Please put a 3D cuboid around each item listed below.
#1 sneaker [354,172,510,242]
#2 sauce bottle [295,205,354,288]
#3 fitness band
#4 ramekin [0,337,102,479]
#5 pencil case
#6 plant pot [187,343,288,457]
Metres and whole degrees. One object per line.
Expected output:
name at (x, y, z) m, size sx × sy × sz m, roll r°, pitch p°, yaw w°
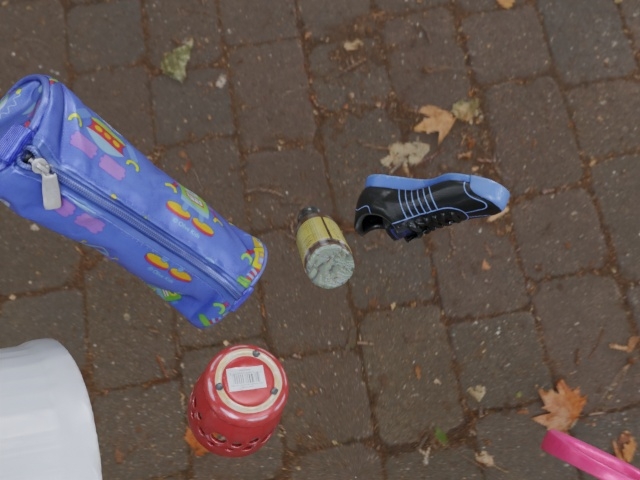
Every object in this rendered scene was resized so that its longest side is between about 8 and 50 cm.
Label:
sneaker at (0.151, -0.040, 0.948) m, size 0.232 × 0.081 × 0.091 m, roll 4°, pitch 67°, yaw 40°
sauce bottle at (0.000, 0.000, 1.543) m, size 0.111 × 0.344 × 0.112 m, roll -2°, pitch 110°, yaw -6°
fitness band at (0.556, 0.444, 1.254) m, size 0.290 × 0.209 × 0.054 m, roll 27°, pitch 93°, yaw -9°
ramekin at (-0.314, 0.232, 0.604) m, size 0.135 × 0.277 × 0.277 m, roll 3°, pitch 64°, yaw -39°
pencil case at (-0.186, -0.025, 0.645) m, size 0.119 × 0.306 × 0.133 m, roll -49°, pitch 37°, yaw 1°
plant pot at (-0.161, 0.317, 1.329) m, size 0.191 × 0.174 × 0.191 m, roll 10°, pitch 55°, yaw -14°
